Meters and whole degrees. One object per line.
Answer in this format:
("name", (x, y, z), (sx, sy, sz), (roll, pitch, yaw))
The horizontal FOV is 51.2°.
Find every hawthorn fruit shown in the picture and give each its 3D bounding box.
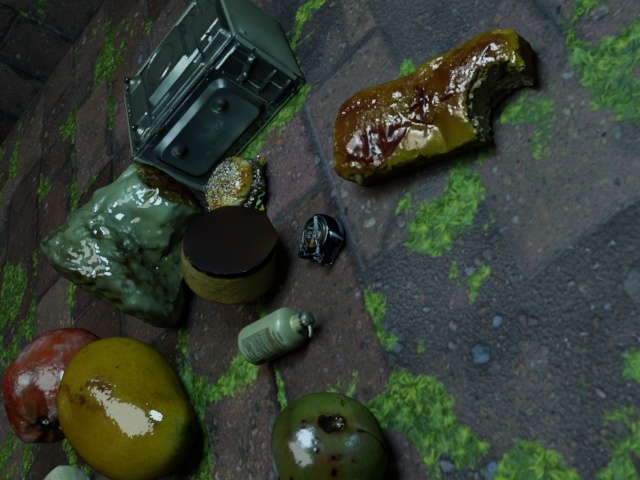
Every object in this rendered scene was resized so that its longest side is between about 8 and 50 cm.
("hawthorn fruit", (-0.620, 0.351, 1.607), (0.284, 0.284, 0.284), (-24, 54, 38))

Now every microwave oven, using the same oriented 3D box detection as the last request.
("microwave oven", (-0.282, -0.383, 1.614), (0.394, 0.247, 0.333), (-43, 43, 24))

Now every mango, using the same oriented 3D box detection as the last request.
("mango", (-0.396, 0.353, 1.382), (0.378, 0.221, 0.264), (21, 83, 42))

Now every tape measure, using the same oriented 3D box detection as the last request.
("tape measure", (0.001, -0.002, 1.255), (0.091, 0.054, 0.094), (17, 90, 49))

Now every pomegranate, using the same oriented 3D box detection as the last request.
("pomegranate", (0.006, 0.322, 1.008), (0.210, 0.179, 0.179), (123, 153, -62))

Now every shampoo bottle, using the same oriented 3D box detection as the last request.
("shampoo bottle", (-0.075, 0.169, 1.229), (0.162, 0.079, 0.079), (-31, 50, 34))

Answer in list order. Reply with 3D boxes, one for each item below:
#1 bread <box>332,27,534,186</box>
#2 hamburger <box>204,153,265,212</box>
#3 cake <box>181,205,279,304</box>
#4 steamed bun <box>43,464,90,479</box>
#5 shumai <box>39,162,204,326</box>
("bread", (0.179, -0.212, 1.130), (0.380, 0.109, 0.185), (-18, 58, 39))
("hamburger", (-0.197, -0.112, 1.498), (0.189, 0.093, 0.164), (-38, 47, 31))
("cake", (-0.174, 0.053, 1.350), (0.207, 0.178, 0.185), (0, 48, 8))
("steamed bun", (-0.600, 0.598, 1.554), (0.091, 0.112, 0.130), (17, 77, 52))
("shumai", (-0.420, -0.005, 1.535), (0.397, 0.324, 0.323), (21, 78, 52))
